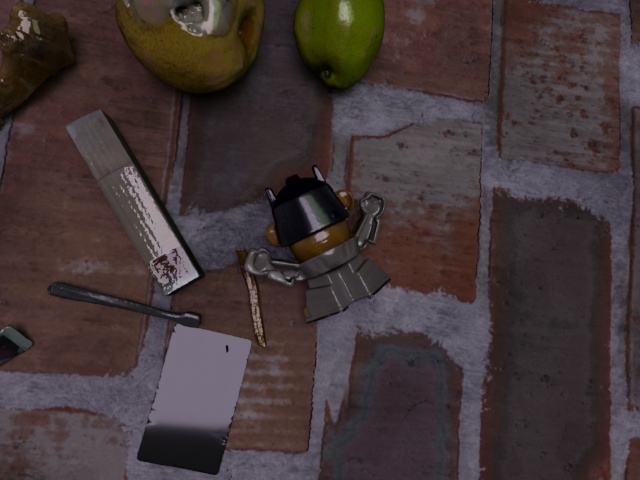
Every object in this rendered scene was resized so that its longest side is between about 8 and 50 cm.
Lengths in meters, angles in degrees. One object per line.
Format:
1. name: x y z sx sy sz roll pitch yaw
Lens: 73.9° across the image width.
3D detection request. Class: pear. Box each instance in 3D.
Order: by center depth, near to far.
1. pear: -0.241 -0.415 0.800 0.271 0.271 0.271 1 84 -7
2. pear: 0.035 -0.421 0.857 0.187 0.187 0.220 11 98 -5

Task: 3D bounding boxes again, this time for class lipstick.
1. lipstick: -0.354 -0.071 0.823 0.080 0.076 0.371 -30 89 -7

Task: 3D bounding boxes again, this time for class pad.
1. pad: -0.244 0.309 0.836 0.159 0.009 0.265 14 82 -5

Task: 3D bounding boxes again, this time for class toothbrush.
1. toothbrush: -0.378 0.124 0.827 0.297 0.030 0.030 13 92 -4

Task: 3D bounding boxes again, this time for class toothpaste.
1. toothpaste: -0.644 0.238 0.779 0.216 0.037 0.062 -36 125 -9

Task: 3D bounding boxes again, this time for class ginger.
1. ginger: -0.586 -0.317 0.798 0.086 0.131 0.294 40 84 18

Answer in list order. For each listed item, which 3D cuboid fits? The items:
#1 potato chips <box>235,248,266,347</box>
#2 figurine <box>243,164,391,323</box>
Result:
1. potato chips: -0.136 0.115 0.854 0.026 0.037 0.204 -11 91 2
2. figurine: 0.004 -0.002 0.827 0.308 0.143 0.308 3 83 -26
